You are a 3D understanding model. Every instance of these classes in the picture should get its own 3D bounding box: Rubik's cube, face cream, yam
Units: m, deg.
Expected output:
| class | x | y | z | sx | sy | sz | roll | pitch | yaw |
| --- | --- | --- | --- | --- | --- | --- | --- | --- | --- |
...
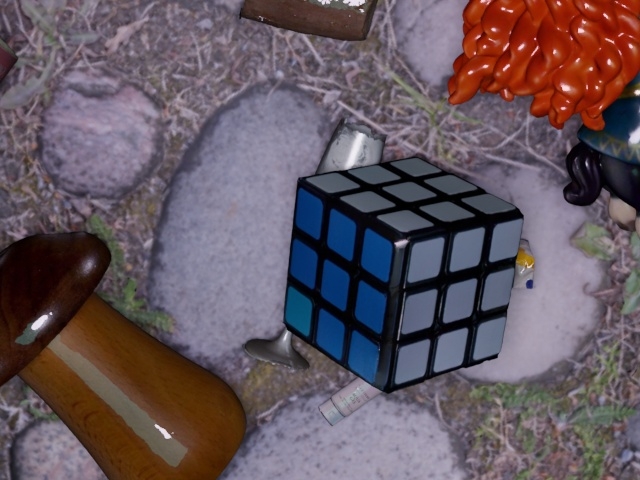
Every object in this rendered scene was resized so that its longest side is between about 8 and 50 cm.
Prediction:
| class | x | y | z | sx | sy | sz | roll | pitch | yaw |
| --- | --- | --- | --- | --- | --- | --- | --- | --- | --- |
| Rubik's cube | 0.074 | 0.028 | 1.427 | 0.163 | 0.162 | 0.161 | -13 | 120 | -38 |
| face cream | 0.050 | 0.150 | 1.571 | 0.115 | 0.020 | 0.038 | -36 | 101 | 5 |
| yam | -0.008 | -0.237 | 1.442 | 0.127 | 0.084 | 0.084 | 13 | 104 | -1 |

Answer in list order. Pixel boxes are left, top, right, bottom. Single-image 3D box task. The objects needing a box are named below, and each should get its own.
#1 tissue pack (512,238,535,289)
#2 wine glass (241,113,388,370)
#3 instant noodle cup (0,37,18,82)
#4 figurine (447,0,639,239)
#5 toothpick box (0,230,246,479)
| class | x | y | z | sx | sy | sz | roll | pitch | yaw |
| --- | --- | --- | --- | --- | --- | --- | --- | --- | --- |
| tissue pack | 0.171 | 0.022 | 1.518 | 0.083 | 0.062 | 0.042 | 3 | 112 | 0 |
| wine glass | 0.000 | 0.000 | 1.509 | 0.074 | 0.074 | 0.262 | 20 | 102 | -6 |
| instant noodle cup | -0.405 | -0.166 | 1.389 | 0.235 | 0.235 | 0.178 | 43 | 90 | -10 |
| figurine | 0.293 | -0.187 | 1.399 | 0.411 | 0.241 | 0.306 | 38 | 110 | -20 |
| toothpick box | -0.219 | 0.126 | 1.482 | 0.192 | 0.192 | 0.294 | -43 | 107 | 9 |
